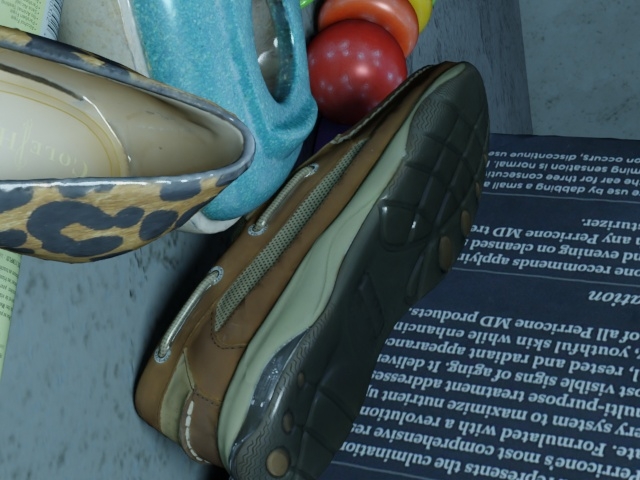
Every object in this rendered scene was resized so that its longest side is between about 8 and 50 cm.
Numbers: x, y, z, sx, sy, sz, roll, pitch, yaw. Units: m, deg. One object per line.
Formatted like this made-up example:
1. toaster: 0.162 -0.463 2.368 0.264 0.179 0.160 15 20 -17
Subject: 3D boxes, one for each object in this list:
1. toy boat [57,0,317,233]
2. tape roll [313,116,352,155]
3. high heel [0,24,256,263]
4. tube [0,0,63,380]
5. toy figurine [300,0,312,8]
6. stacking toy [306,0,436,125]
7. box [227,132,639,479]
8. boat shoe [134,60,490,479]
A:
1. toy boat: -0.043 -0.166 0.721 0.318 0.148 0.268 -60 141 -61
2. tape roll: 0.075 -0.002 1.145 0.275 0.090 0.275 -4 90 -73
3. high heel: -0.138 -0.051 0.324 0.261 0.186 0.093 38 50 -67
4. tube: -0.150 -0.027 0.510 0.070 0.062 0.240 11 75 -26
5. toy figurine: -0.032 -0.274 0.904 0.173 0.130 0.159 -53 127 -29
6. stacking toy: 0.059 -0.234 1.104 0.141 0.141 0.330 67 29 -45
7. box: 0.160 0.254 0.877 0.472 0.297 0.480 -61 144 -37
8. boat shoe: 0.000 0.000 0.751 0.324 0.119 0.123 -54 145 -35
